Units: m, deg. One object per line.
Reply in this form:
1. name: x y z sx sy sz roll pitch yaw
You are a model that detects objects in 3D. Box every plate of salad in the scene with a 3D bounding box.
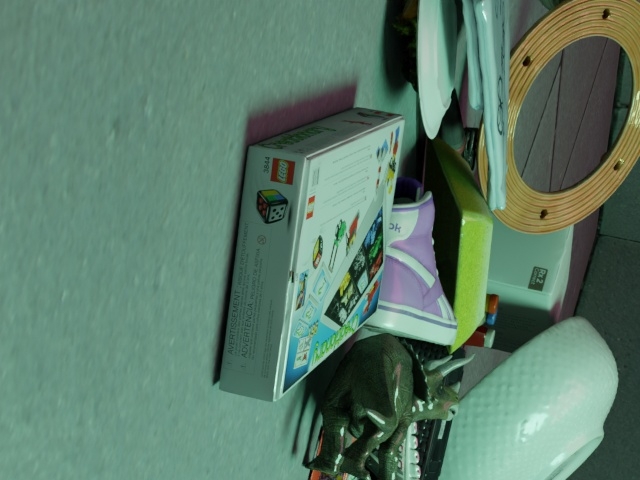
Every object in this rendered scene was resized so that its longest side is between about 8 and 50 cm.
1. plate of salad: 0.105 -0.202 1.527 0.200 0.048 0.200 1 90 -78

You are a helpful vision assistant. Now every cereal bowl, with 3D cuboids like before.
1. cereal bowl: 0.283 0.266 2.085 0.339 0.141 0.339 -37 159 -16

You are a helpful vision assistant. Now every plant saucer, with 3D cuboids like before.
1. plant saucer: 0.155 0.000 1.728 0.188 0.045 0.188 -105 -166 -57

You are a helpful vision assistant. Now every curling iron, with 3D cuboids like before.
1. curling iron: 0.158 -0.133 1.813 0.274 0.035 0.068 49 51 -73

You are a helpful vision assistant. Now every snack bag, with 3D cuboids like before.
1. snack bag: 0.180 -0.256 1.647 0.342 0.037 0.323 76 16 -53

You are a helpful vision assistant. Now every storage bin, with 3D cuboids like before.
1. storage bin: 0.108 0.205 1.800 0.122 0.084 0.180 34 68 -75

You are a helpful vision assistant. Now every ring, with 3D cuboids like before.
1. ring: 0.324 -0.166 1.985 0.336 0.032 0.337 -20 126 -30

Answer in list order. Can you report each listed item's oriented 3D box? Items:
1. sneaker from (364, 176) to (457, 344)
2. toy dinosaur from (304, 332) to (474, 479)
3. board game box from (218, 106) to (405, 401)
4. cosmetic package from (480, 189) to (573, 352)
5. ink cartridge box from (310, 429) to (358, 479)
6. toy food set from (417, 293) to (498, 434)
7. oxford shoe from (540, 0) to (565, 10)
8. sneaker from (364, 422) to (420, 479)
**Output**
1. sneaker: 0.095 0.022 1.573 0.282 0.102 0.161 33 67 -75
2. toy dinosaur: 0.048 0.151 1.462 0.313 0.121 0.160 41 61 -68
3. board game box: 0.000 0.000 1.271 0.305 0.053 0.193 -31 131 -71
4. cosmetic package: 0.265 0.048 2.140 0.184 0.151 0.151 82 24 -55
5. ink cartridge box: 0.020 0.230 1.585 0.115 0.029 0.063 45 59 -74
6. toy food set: 0.165 0.145 1.924 0.111 0.104 0.232 -49 148 -62
7. oxford shoe: 0.264 -0.446 1.812 0.169 0.130 0.449 -31 147 -3
8. sneaker: 0.066 0.225 1.697 0.063 0.074 0.170 145 -61 -73
